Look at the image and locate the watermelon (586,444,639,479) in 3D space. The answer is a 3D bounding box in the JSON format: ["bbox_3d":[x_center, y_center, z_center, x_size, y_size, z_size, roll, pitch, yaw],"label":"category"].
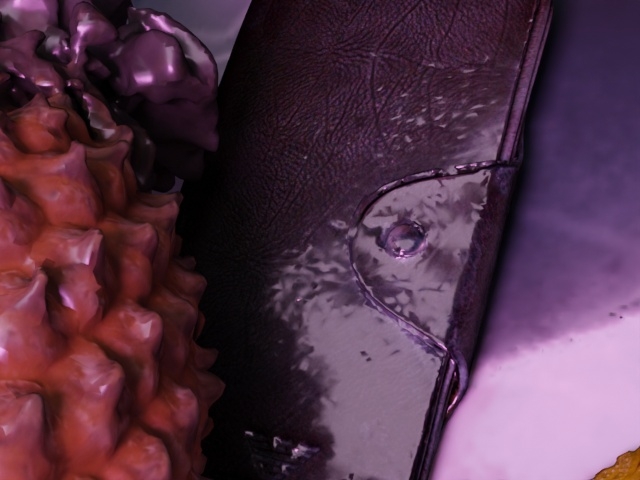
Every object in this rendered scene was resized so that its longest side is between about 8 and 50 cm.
[{"bbox_3d":[0.093,0.154,0.532,0.181,0.075,0.092,-33,12,1],"label":"watermelon"}]

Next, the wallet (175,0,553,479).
[{"bbox_3d":[0.000,0.000,0.645,0.172,0.045,0.318,8,68,27],"label":"wallet"}]

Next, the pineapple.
[{"bbox_3d":[-0.129,-0.002,0.559,0.223,0.223,0.357,-6,53,19],"label":"pineapple"}]
